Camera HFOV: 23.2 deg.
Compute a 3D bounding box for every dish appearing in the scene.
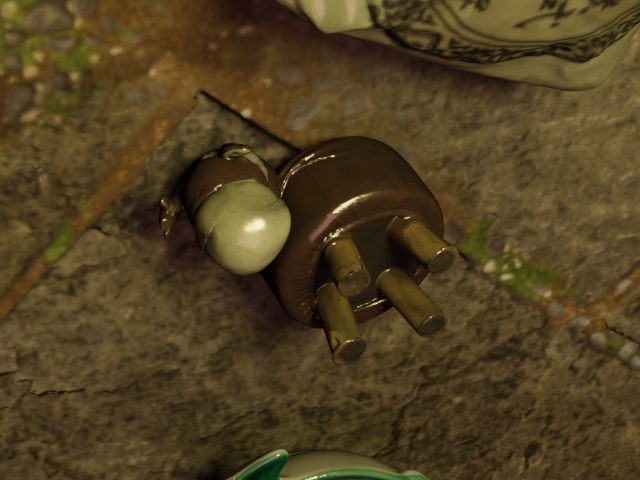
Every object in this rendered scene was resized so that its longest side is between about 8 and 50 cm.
[{"bbox_3d":[-0.018,0.218,1.215,0.224,0.078,0.246,-32,133,4],"label":"dish"}]

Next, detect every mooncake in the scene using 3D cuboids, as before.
[{"bbox_3d":[0.107,-0.206,0.878,0.250,0.136,0.254,7,125,-32],"label":"mooncake"}]

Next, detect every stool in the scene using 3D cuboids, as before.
[{"bbox_3d":[0.000,0.000,1.018,0.217,0.121,0.125,13,123,-37],"label":"stool"}]
